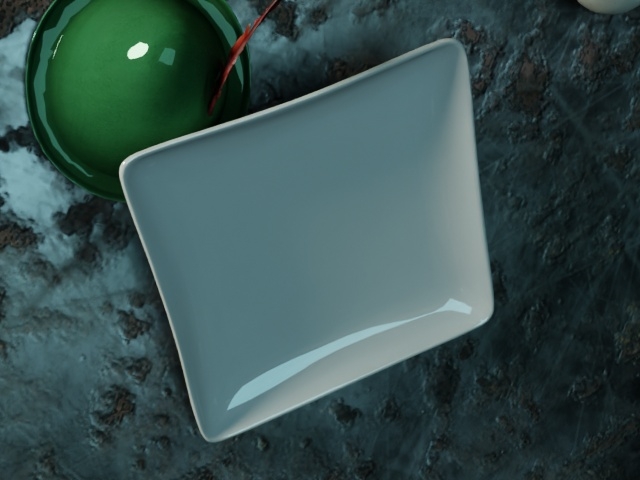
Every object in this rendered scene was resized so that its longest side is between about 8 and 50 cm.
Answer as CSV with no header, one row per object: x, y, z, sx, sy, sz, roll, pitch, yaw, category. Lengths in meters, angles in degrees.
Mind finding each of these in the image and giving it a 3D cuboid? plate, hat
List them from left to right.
-0.101,-0.109,0.768,0.173,0.183,0.208,4,102,-23,hat
0.000,0.000,0.886,0.278,0.045,0.277,-22,125,-14,plate

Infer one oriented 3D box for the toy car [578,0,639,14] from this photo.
0.254,-0.276,0.886,0.182,0.136,0.159,-43,114,-6,toy car
